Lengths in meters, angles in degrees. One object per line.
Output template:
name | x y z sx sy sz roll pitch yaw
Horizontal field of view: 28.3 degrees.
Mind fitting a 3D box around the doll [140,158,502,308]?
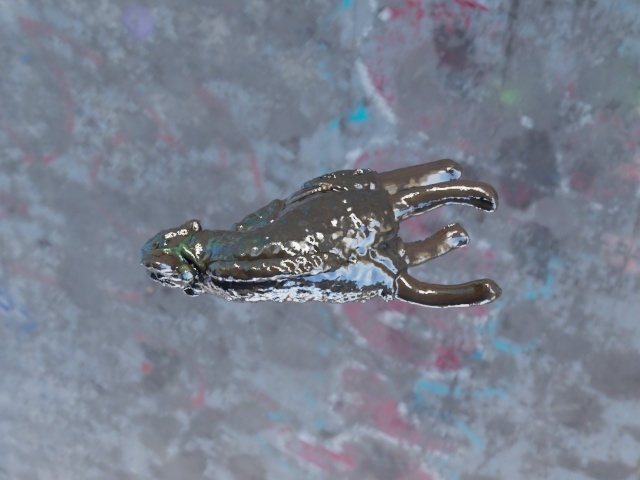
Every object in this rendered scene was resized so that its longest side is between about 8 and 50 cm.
doll | 0.000 0.000 0.591 0.165 0.139 0.057 -5 101 -5
